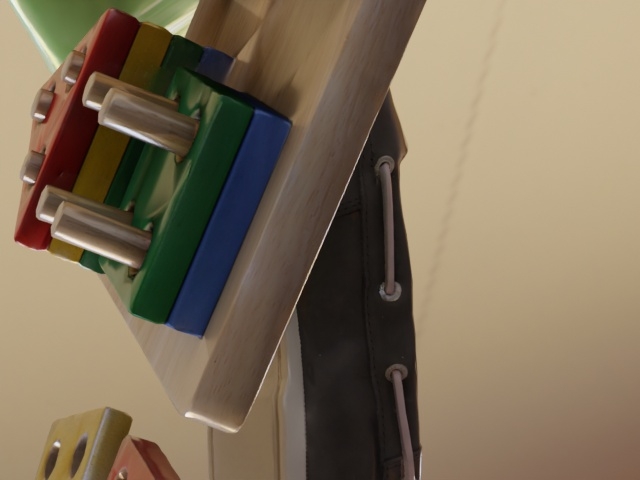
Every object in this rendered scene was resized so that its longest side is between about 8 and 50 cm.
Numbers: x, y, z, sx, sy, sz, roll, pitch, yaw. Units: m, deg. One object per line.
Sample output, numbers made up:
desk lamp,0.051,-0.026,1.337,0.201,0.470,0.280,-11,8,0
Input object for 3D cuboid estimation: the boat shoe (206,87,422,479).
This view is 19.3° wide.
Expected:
boat shoe,0.000,0.000,0.959,0.095,0.112,0.335,1,-90,-34

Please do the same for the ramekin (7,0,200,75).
ramekin,-0.095,-0.201,0.709,0.148,0.303,0.303,-31,-44,-3

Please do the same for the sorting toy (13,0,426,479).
sorting toy,-0.029,-0.035,0.409,0.046,0.132,0.274,21,-83,-18
